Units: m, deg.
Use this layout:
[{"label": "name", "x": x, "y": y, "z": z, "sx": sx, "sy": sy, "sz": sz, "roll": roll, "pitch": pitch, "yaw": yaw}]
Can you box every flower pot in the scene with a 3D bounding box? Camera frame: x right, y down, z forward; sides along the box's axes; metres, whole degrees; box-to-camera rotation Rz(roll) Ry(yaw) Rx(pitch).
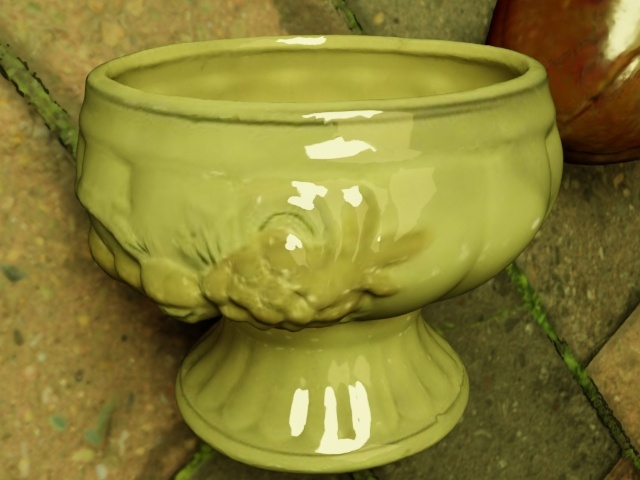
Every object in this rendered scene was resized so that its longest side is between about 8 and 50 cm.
[{"label": "flower pot", "x": 0.000, "y": 0.000, "z": 0.494, "sx": 0.307, "sy": 0.307, "sz": 0.244, "roll": -12, "pitch": 114, "yaw": -25}]

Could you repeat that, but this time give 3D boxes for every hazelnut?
[{"label": "hazelnut", "x": 0.252, "y": -0.183, "z": 0.636, "sx": 0.229, "sy": 0.229, "sz": 0.230, "roll": -3, "pitch": 96, "yaw": -26}]
